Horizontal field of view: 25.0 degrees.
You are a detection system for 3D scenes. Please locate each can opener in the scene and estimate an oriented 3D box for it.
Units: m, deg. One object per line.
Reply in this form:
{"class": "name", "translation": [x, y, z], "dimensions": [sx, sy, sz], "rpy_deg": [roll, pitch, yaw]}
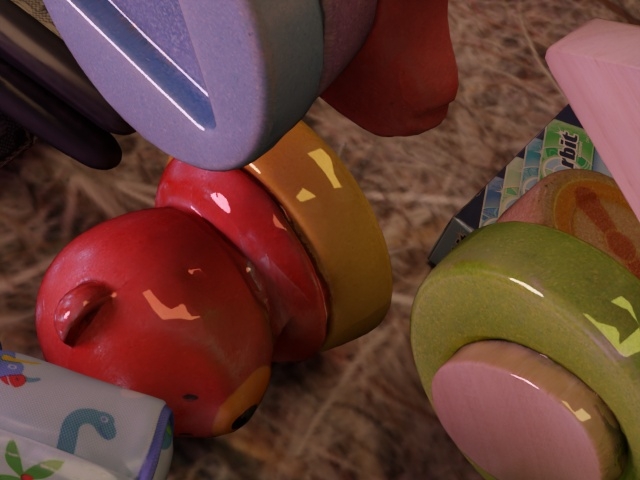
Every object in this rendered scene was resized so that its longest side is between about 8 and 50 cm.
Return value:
{"class": "can opener", "translation": [-0.156, -0.097, 0.623], "dimensions": [0.186, 0.059, 0.073], "rpy_deg": [35, 54, 6]}

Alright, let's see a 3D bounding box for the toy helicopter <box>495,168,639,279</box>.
{"class": "toy helicopter", "translation": [0.215, 0.097, 0.582], "dimensions": [0.355, 0.140, 0.235], "rpy_deg": [32, 46, -9]}

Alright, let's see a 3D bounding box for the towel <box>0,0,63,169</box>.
{"class": "towel", "translation": [-0.291, -0.112, 0.659], "dimensions": [0.324, 0.056, 0.312], "rpy_deg": [41, 55, 9]}

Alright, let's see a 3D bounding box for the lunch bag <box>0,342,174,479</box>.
{"class": "lunch bag", "translation": [-0.120, 0.155, 0.437], "dimensions": [0.090, 0.176, 0.219], "rpy_deg": [19, 49, 1]}

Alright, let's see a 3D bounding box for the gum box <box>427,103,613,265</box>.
{"class": "gum box", "translation": [0.171, 0.016, 0.729], "dimensions": [0.184, 0.041, 0.157], "rpy_deg": [40, 52, 10]}

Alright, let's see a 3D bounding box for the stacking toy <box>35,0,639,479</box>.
{"class": "stacking toy", "translation": [0.000, 0.000, 0.493], "dimensions": [0.130, 0.309, 0.279], "rpy_deg": [-35, 57, -28]}
